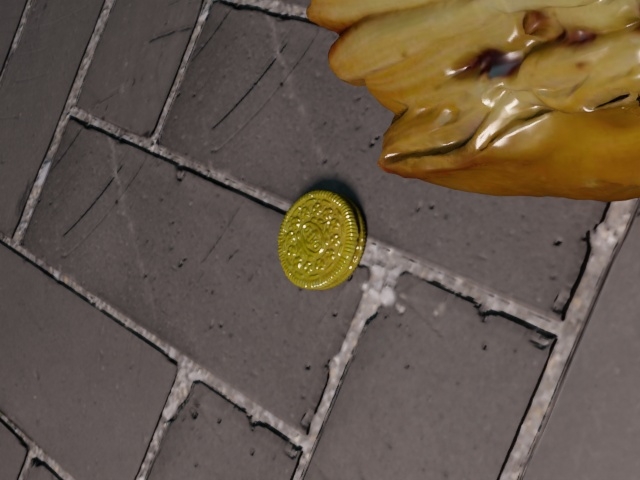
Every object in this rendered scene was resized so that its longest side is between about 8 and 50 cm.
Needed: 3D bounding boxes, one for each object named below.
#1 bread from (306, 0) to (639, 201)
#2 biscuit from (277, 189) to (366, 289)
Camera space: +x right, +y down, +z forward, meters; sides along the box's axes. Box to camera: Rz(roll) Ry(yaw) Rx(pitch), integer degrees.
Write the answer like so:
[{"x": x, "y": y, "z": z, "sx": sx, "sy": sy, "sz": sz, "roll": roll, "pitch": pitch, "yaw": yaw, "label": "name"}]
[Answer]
[{"x": 0.177, "y": -0.107, "z": 0.551, "sx": 0.325, "sy": 0.278, "sz": 0.167, "roll": 8, "pitch": 106, "yaw": 42, "label": "bread"}, {"x": 0.000, "y": 0.000, "z": 0.807, "sx": 0.084, "sy": 0.023, "sz": 0.084, "roll": -11, "pitch": 73, "yaw": 38, "label": "biscuit"}]
